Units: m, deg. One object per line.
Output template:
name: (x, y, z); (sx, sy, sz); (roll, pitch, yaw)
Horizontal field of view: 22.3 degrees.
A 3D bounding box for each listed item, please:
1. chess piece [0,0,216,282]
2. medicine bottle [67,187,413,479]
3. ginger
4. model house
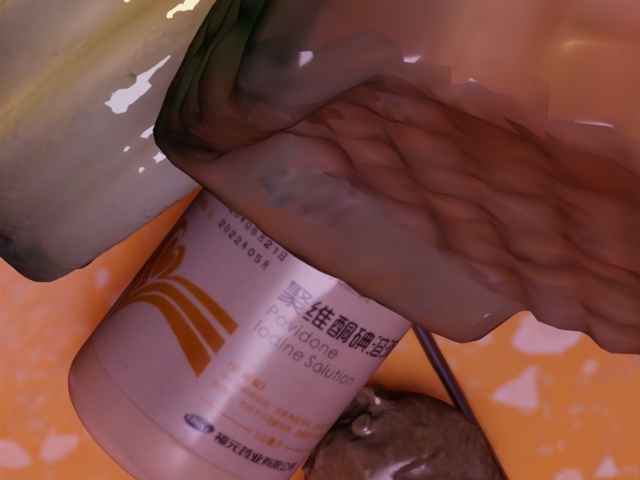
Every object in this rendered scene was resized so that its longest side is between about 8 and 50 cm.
chess piece: (-0.133, -0.150, 0.633); (0.195, 0.194, 0.299); (-37, 100, 6)
medicine bottle: (0.000, 0.000, 0.724); (0.114, 0.114, 0.252); (36, 100, -16)
ginger: (0.018, 0.170, 0.798); (0.104, 0.080, 0.204); (20, 102, -18)
model house: (0.158, -0.167, 0.515); (0.400, 0.395, 0.445); (20, 80, 17)
